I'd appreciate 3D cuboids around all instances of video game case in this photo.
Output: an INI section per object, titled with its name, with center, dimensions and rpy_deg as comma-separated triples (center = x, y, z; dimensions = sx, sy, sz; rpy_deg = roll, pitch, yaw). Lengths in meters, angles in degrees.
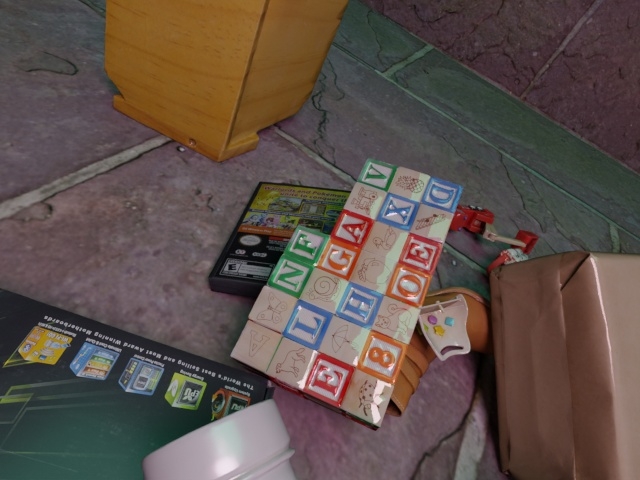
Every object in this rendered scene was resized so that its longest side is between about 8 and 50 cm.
[video game case]
center = 0.000, 0.000, 0.655
dimensions = 0.274, 0.035, 0.248
rpy_deg = 7, 42, 8

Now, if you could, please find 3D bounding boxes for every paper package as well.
[paper package]
center = 0.419, 0.175, 0.595
dimensions = 0.324, 0.168, 0.310
rpy_deg = 3, 82, -27

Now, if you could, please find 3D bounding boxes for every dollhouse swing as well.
[dollhouse swing]
center = -0.161, -0.386, 0.775
dimensions = 0.314, 0.347, 0.305
rpy_deg = 27, 42, -3

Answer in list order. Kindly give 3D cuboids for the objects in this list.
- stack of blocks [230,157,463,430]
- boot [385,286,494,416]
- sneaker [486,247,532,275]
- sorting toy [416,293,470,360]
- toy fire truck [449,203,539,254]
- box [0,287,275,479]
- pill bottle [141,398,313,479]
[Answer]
[stack of blocks]
center = 0.043, 0.046, 0.509
dimensions = 0.171, 0.087, 0.298
rpy_deg = 21, 67, 14
[boot]
center = 0.145, 0.150, 0.599
dimensions = 0.283, 0.109, 0.220
rpy_deg = 29, 40, 2
[sneaker]
center = 0.372, 0.105, 0.792
dimensions = 0.145, 0.090, 0.270
rpy_deg = 43, 40, 16
[sorting toy]
center = 0.162, 0.119, 0.551
dimensions = 0.083, 0.045, 0.075
rpy_deg = -7, 58, -24
[toy fire truck]
center = 0.366, -0.027, 0.918
dimensions = 0.191, 0.047, 0.135
rpy_deg = 6, 29, -25
[box]
center = -0.262, 0.208, 0.325
dimensions = 0.394, 0.097, 0.319
rpy_deg = 24, 44, -10
[pill bottle]
center = -0.034, 0.237, 0.273
dimensions = 0.131, 0.131, 0.230
rpy_deg = -11, 65, -36
